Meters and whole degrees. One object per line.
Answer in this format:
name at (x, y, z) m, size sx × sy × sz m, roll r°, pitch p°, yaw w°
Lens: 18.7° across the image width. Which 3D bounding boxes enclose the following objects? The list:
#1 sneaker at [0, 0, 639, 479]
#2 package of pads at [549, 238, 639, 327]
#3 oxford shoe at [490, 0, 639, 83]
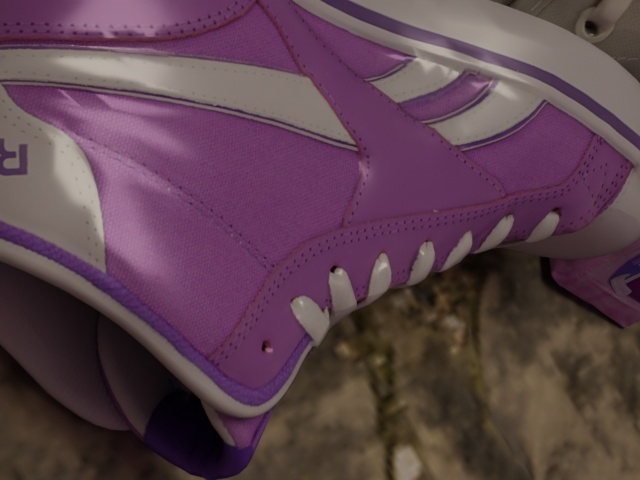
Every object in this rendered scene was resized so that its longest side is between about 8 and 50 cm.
sneaker at (-0.001, 0.000, 0.583) m, size 0.282 × 0.102 × 0.161 m, roll 18°, pitch 68°, yaw -39°
package of pads at (0.130, -0.003, 0.712) m, size 0.050 × 0.083 × 0.032 m, roll 31°, pitch 43°, yaw -34°
oxford shoe at (0.120, -0.108, 0.710) m, size 0.449 × 0.130 × 0.169 m, roll 25°, pitch 71°, yaw -34°
